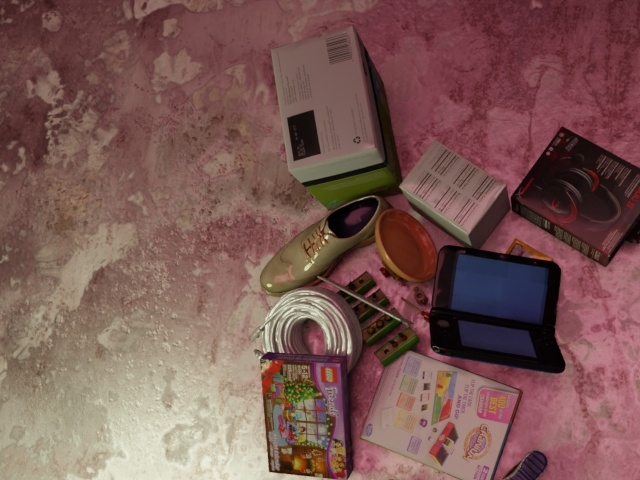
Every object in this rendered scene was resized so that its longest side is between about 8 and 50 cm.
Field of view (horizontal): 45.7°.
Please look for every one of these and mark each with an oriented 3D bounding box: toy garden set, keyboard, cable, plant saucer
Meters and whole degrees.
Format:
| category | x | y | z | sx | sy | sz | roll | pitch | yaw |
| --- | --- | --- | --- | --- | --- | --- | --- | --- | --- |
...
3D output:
| category | x | y | z | sx | sy | sz | roll | pitch | yaw |
| --- | --- | --- | --- | --- | --- | --- | --- | --- | --- |
| toy garden set | 0.165 | 0.151 | 1.842 | 0.204 | 0.049 | 0.244 | -36 | 52 | -1 |
| keyboard | 0.104 | 0.141 | 1.804 | 0.256 | 0.072 | 0.014 | 26 | 87 | 35 |
| cable | -0.022 | 0.241 | 1.849 | 0.257 | 0.089 | 0.257 | 43 | 111 | 21 |
| plant saucer | 0.204 | 0.017 | 1.843 | 0.037 | 0.200 | 0.199 | -37 | 64 | 39 |

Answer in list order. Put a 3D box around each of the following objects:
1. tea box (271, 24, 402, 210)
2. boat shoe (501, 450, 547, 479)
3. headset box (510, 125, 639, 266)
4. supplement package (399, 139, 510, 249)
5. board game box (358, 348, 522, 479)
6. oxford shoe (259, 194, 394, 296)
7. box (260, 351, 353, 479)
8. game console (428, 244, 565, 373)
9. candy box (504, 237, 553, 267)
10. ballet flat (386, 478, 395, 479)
| category | x | y | z | sx | sy | sz | roll | pitch | yaw |
| --- | --- | --- | --- | --- | --- | --- | --- | --- | --- |
| tea box | 0.049 | -0.290 | 1.886 | 0.220 | 0.323 | 0.328 | -13 | 73 | 14 |
| boat shoe | 0.434 | 0.544 | 1.681 | 0.183 | 0.066 | 0.066 | -42 | 70 | -4 |
| headset box | 0.630 | -0.096 | 1.775 | 0.293 | 0.110 | 0.218 | 36 | 87 | 22 |
| supplement package | 0.326 | -0.102 | 1.822 | 0.203 | 0.194 | 0.149 | 37 | 89 | 21 |
| board game box | 0.279 | 0.407 | 1.766 | 0.317 | 0.064 | 0.242 | 19 | 81 | 20 |
| oxford shoe | 0.000 | 0.000 | 1.915 | 0.397 | 0.146 | 0.140 | -36 | 68 | 4 |
| box | -0.032 | 0.413 | 1.792 | 0.201 | 0.057 | 0.293 | 0 | 102 | 18 |
| game console | 0.402 | 0.150 | 1.708 | 0.293 | 0.250 | 0.173 | 8 | 111 | 3 |
| candy box | 0.458 | 0.106 | 1.816 | 0.105 | 0.027 | 0.205 | 31 | 86 | 18 |
| ballet flat | 0.204 | 0.655 | 1.719 | 0.080 | 0.073 | 0.232 | -33 | 62 | 15 |
